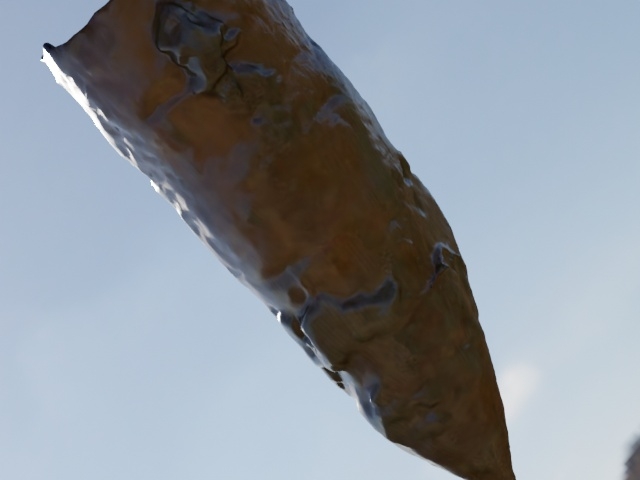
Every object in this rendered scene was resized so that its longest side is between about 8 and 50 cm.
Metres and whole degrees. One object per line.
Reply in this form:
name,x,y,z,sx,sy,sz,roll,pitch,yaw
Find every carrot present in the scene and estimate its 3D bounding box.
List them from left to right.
carrot,0.000,0.000,0.734,0.102,0.263,0.102,-35,4,3
